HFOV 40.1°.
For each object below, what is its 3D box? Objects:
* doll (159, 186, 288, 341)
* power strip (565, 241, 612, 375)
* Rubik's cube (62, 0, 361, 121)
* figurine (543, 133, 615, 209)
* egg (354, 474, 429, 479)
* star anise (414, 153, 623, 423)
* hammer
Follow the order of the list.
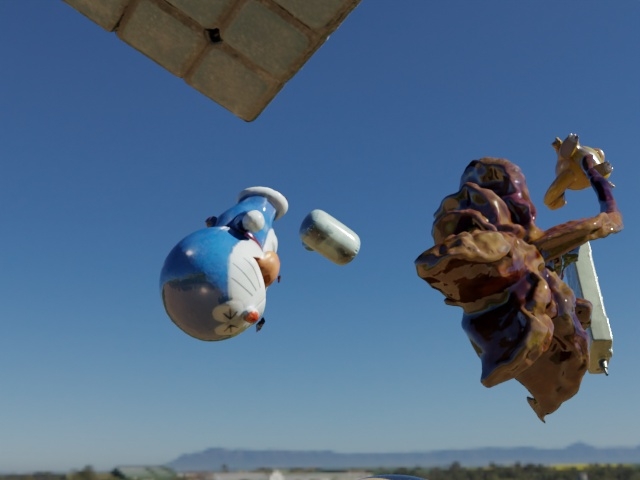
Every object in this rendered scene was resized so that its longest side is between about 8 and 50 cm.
[{"bbox_3d":[-0.127,0.037,1.273,0.161,0.257,0.215,24,-45,6],"label":"doll"},{"bbox_3d":[0.365,0.091,1.200,0.029,0.227,0.080,-4,-43,6],"label":"power strip"},{"bbox_3d":[-0.077,-0.385,0.834,0.337,0.343,0.344,32,-38,-14],"label":"Rubik's cube"},{"bbox_3d":[0.412,-0.101,1.429,0.122,0.121,0.176,-53,-16,17],"label":"figurine"},{"bbox_3d":[0.110,0.467,1.168,0.301,0.301,0.374,-9,-43,29],"label":"egg"},{"bbox_3d":[0.102,0.001,0.411,0.097,0.190,0.070,42,-56,-5],"label":"star anise"},{"bbox_3d":[0.000,0.000,1.654,0.116,0.069,0.194,33,-12,-11],"label":"hammer"}]
